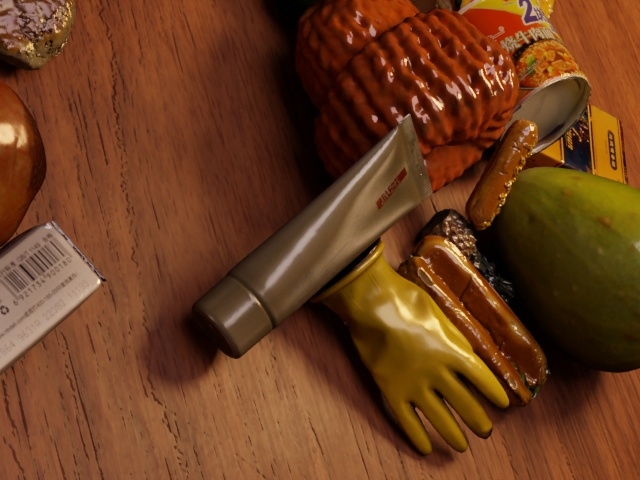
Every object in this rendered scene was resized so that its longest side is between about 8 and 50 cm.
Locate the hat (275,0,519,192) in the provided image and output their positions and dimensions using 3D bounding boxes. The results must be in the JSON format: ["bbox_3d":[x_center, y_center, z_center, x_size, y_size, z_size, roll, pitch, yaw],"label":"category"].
[{"bbox_3d":[0.069,-0.257,1.729,0.285,0.285,0.400,-25,77,-45],"label":"hat"}]

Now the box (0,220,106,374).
[{"bbox_3d":[-0.325,0.076,1.293,0.099,0.133,0.182,50,47,-6],"label":"box"}]

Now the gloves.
[{"bbox_3d":[0.115,0.145,1.641,0.294,0.133,0.116,51,3,-9],"label":"gloves"}]

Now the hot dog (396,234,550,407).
[{"bbox_3d":[0.202,0.115,1.743,0.269,0.072,0.115,52,51,-8],"label":"hot dog"}]

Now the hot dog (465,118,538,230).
[{"bbox_3d":[0.247,-0.090,1.788,0.045,0.071,0.165,28,88,8],"label":"hot dog"}]

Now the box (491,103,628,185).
[{"bbox_3d":[0.376,-0.159,2.059,0.237,0.070,0.152,22,53,-26],"label":"box"}]

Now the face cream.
[{"bbox_3d":[0.000,0.000,1.539,0.341,0.084,0.137,-41,137,-18],"label":"face cream"}]

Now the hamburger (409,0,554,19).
[{"bbox_3d":[0.266,-0.406,2.059,0.227,0.151,0.295,46,43,-12],"label":"hamburger"}]

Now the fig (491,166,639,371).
[{"bbox_3d":[0.380,0.030,1.835,0.326,0.258,0.258,36,43,12],"label":"fig"}]

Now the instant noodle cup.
[{"bbox_3d":[0.278,-0.233,1.889,0.213,0.213,0.174,-6,51,-42],"label":"instant noodle cup"}]

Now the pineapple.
[{"bbox_3d":[0.206,0.032,1.802,0.159,0.074,0.074,50,45,-10],"label":"pineapple"}]

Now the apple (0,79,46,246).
[{"bbox_3d":[-0.381,-0.072,1.277,0.230,0.230,0.230,20,54,-30],"label":"apple"}]

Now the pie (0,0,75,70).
[{"bbox_3d":[-0.363,-0.285,1.517,0.163,0.079,0.194,-16,76,-40],"label":"pie"}]
